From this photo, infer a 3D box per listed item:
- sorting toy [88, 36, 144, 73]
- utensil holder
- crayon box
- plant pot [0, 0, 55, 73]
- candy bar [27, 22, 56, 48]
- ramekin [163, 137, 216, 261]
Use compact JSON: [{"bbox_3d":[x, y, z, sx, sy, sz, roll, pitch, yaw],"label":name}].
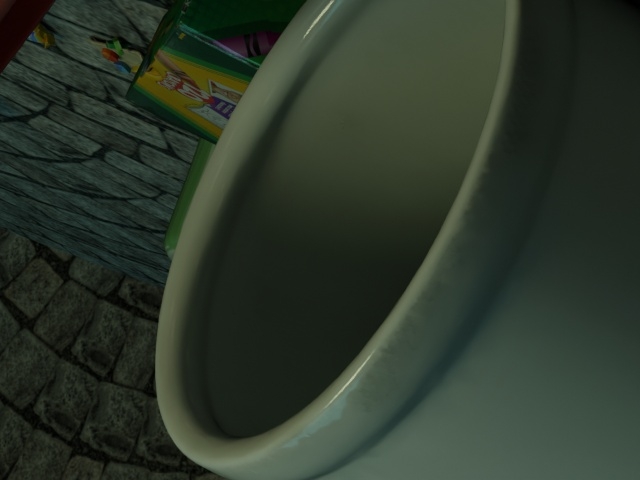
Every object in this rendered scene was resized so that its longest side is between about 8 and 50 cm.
[{"bbox_3d":[-0.183,-0.168,1.450,0.062,0.012,0.083,20,170,23],"label":"sorting toy"},{"bbox_3d":[0.153,0.043,0.898,0.385,0.327,0.327,27,169,-23],"label":"utensil holder"},{"bbox_3d":[-0.036,-0.123,1.155,0.165,0.081,0.278,26,170,-10],"label":"crayon box"},{"bbox_3d":[-0.225,-0.198,0.763,0.243,0.275,0.275,37,167,-11],"label":"plant pot"},{"bbox_3d":[-0.322,-0.217,1.506,0.161,0.018,0.040,22,170,16],"label":"candy bar"},{"bbox_3d":[0.000,0.000,1.509,0.303,0.148,0.303,23,170,4],"label":"ramekin"}]
